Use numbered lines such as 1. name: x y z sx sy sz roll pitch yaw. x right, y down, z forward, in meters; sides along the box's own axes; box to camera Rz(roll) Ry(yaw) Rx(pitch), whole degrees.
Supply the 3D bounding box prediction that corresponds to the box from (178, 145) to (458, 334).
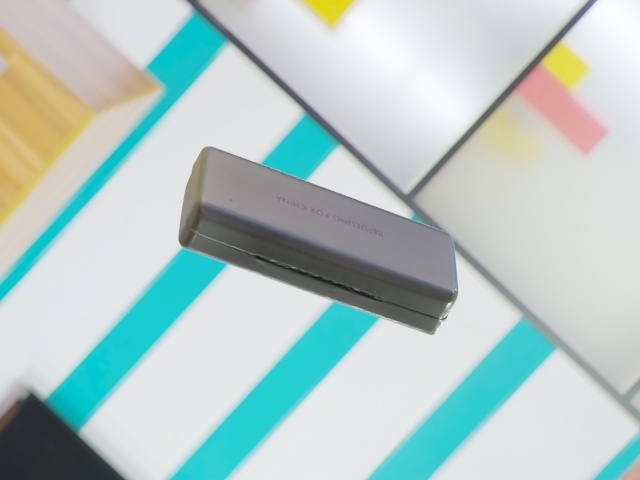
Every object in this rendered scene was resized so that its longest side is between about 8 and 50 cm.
1. box: 0.000 0.000 1.333 0.103 0.243 0.055 -89 -157 -52
